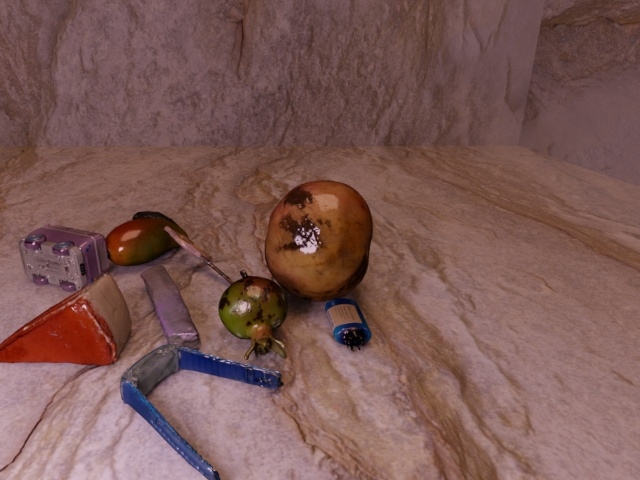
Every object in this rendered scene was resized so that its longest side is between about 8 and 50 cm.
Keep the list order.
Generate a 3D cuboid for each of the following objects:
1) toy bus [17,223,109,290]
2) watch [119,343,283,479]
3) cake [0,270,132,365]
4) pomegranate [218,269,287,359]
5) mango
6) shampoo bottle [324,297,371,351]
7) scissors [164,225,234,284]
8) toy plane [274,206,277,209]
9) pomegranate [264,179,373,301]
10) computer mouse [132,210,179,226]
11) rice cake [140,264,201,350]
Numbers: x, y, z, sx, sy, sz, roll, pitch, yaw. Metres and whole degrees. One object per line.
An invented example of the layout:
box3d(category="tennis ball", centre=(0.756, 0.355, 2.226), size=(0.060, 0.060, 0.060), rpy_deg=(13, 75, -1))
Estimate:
box3d(category="toy bus", centre=(-0.697, 0.043, 1.410), size=(0.202, 0.142, 0.142), rpy_deg=(10, 28, 16))
box3d(category="watch", centre=(-0.240, 0.298, 0.927), size=(0.274, 0.068, 0.276), rpy_deg=(13, 23, 13))
box3d(category="cake", centre=(-0.538, 0.209, 1.122), size=(0.262, 0.160, 0.158), rpy_deg=(-30, 19, 11))
box3d(category="pomegranate", centre=(-0.144, 0.166, 1.151), size=(0.156, 0.156, 0.220), rpy_deg=(-4, 26, -17))
box3d(category="mango", centre=(-0.530, -0.004, 1.574), size=(0.146, 0.129, 0.289), rpy_deg=(8, 13, 17))
box3d(category="shampoo bottle", centre=(0.066, 0.197, 1.223), size=(0.087, 0.050, 0.183), rpy_deg=(2, 21, -11))
box3d(category="scissors", centre=(-0.336, 0.052, 1.505), size=(0.317, 0.024, 0.160), rpy_deg=(35, -5, 32))
box3d(category="toy plane", centre=(-0.041, -0.081, 1.775), size=(0.252, 0.118, 0.252), rpy_deg=(2, -21, 1))
box3d(category="pomegranate", centre=(0.000, 0.000, 1.361), size=(0.322, 0.322, 0.322), rpy_deg=(2, 21, -1))
box3d(category="computer mouse", centre=(-0.566, -0.048, 1.766), size=(0.192, 0.062, 0.106), rpy_deg=(22, 27, 28))
box3d(category="rice cake", centre=(-0.369, 0.158, 1.254), size=(0.070, 0.064, 0.399), rpy_deg=(-17, 27, -21))
